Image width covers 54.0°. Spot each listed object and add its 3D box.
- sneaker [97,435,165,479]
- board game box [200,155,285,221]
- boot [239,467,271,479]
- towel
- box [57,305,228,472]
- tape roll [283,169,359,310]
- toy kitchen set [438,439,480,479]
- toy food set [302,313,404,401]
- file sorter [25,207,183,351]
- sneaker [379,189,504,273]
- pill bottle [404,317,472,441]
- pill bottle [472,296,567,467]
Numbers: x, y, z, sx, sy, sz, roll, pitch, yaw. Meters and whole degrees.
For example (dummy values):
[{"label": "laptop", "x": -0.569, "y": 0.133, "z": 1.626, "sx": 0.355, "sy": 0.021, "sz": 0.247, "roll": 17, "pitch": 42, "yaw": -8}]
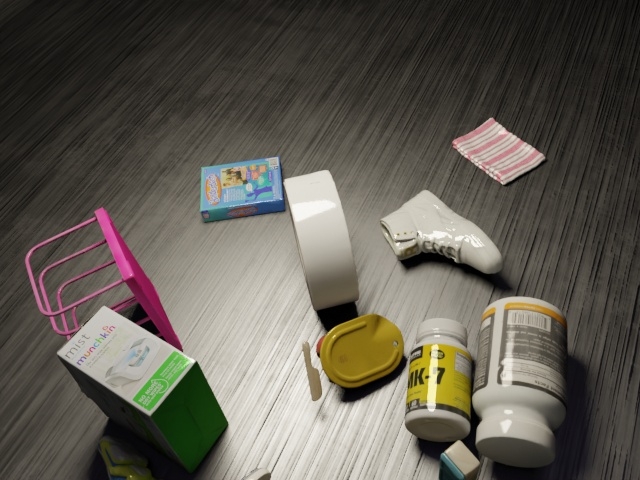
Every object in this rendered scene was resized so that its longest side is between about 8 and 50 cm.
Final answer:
[{"label": "sneaker", "x": -0.357, "y": 0.454, "z": 1.133, "sx": 0.240, "sy": 0.091, "sz": 0.126, "roll": 22, "pitch": 75, "yaw": 43}, {"label": "board game box", "x": -0.201, "y": -0.134, "z": 1.615, "sx": 0.210, "sy": 0.047, "sz": 0.160, "roll": -7, "pitch": 51, "yaw": 1}, {"label": "boot", "x": -0.182, "y": 0.459, "z": 1.118, "sx": 0.190, "sy": 0.069, "sz": 0.086, "roll": -40, "pitch": 52, "yaw": -21}, {"label": "towel", "x": 0.457, "y": -0.232, "z": 1.619, "sx": 0.144, "sy": 0.029, "sz": 0.197, "roll": -32, "pitch": 54, "yaw": -16}, {"label": "box", "x": -0.320, "y": 0.280, "z": 1.159, "sx": 0.231, "sy": 0.262, "sz": 0.127, "roll": 24, "pitch": 57, "yaw": 25}, {"label": "tape roll", "x": 0.000, "y": 0.000, "z": 1.328, "sx": 0.100, "sy": 0.286, "sz": 0.286, "roll": -13, "pitch": 51, "yaw": -3}, {"label": "toy kitchen set", "x": 0.232, "y": 0.471, "z": 1.018, "sx": 0.166, "sy": 0.122, "sz": 0.207, "roll": -32, "pitch": 54, "yaw": -17}, {"label": "toy food set", "x": 0.057, "y": 0.226, "z": 1.263, "sx": 0.218, "sy": 0.071, "sz": 0.128, "roll": -17, "pitch": 87, "yaw": -18}, {"label": "file sorter", "x": -0.441, "y": 0.126, "z": 1.284, "sx": 0.182, "sy": 0.290, "sz": 0.202, "roll": -28, "pitch": 53, "yaw": -11}, {"label": "sneaker", "x": 0.255, "y": 0.013, "z": 1.407, "sx": 0.169, "sy": 0.108, "sz": 0.292, "roll": -31, "pitch": 44, "yaw": -15}, {"label": "pill bottle", "x": 0.226, "y": 0.261, "z": 1.192, "sx": 0.119, "sy": 0.119, "sz": 0.208, "roll": 4, "pitch": 51, "yaw": 10}, {"label": "pill bottle", "x": 0.365, "y": 0.255, "z": 1.152, "sx": 0.162, "sy": 0.162, "sz": 0.278, "roll": 8, "pitch": 54, "yaw": 14}]
